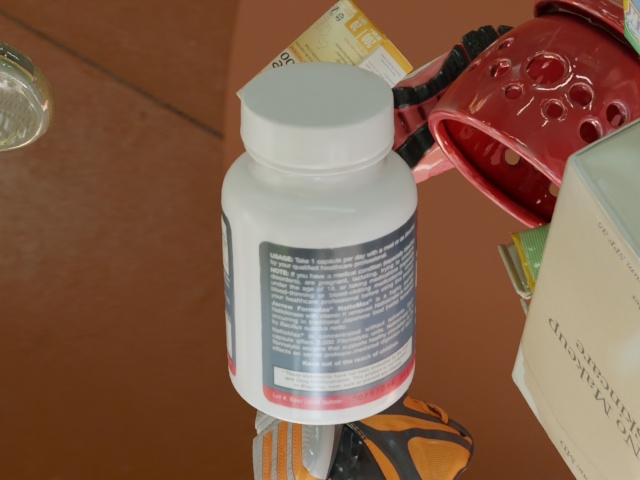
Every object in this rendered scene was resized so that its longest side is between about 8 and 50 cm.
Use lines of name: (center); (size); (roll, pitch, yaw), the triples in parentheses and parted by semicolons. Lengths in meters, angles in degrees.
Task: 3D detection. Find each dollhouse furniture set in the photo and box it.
dollhouse furniture set: (0.199, 0.036, 1.630); (0.076, 0.058, 0.152); (-23, 58, 7)

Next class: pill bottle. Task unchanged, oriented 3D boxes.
pill bottle: (0.000, 0.000, 1.082); (0.108, 0.108, 0.180); (11, 123, 18)

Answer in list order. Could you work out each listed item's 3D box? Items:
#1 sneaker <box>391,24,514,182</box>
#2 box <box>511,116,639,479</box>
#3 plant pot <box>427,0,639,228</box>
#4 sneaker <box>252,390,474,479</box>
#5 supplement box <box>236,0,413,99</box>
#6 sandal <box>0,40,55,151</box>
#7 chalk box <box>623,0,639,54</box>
sneaker: (0.096, -0.115, 1.856); (0.136, 0.314, 0.116); (-27, 83, 63)
box: (0.217, 0.051, 1.207); (0.121, 0.311, 0.148); (-27, 65, -14)
plant pot: (0.217, -0.113, 1.716); (0.191, 0.191, 0.174); (37, 81, 14)
sneaker: (0.037, 0.124, 1.729); (0.124, 0.180, 0.321); (-36, 38, 41)
supplement box: (0.002, -0.103, 1.270); (0.098, 0.036, 0.062); (-42, 45, 4)
sandal: (-0.198, -0.051, 0.832); (0.180, 0.072, 0.049); (1, 56, 11)
chalk box: (0.311, -0.172, 1.454); (0.132, 0.213, 0.132); (-29, 57, -8)
